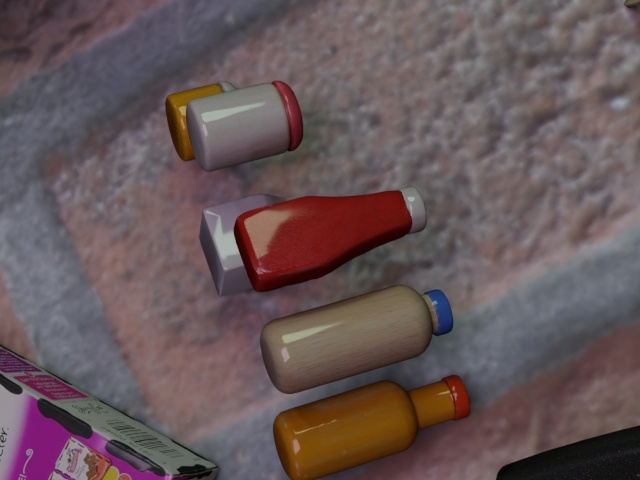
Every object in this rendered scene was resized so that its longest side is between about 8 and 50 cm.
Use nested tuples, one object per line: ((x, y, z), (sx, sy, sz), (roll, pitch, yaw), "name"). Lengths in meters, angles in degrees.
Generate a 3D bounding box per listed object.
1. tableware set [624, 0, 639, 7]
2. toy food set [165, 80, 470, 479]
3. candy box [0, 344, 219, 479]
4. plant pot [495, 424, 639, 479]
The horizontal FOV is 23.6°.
((0.208, -0.166, 0.752), (0.020, 0.141, 0.169), (30, 98, -7), "tableware set")
((0.000, 0.000, 0.827), (0.104, 0.111, 0.232), (-15, 68, -14), "toy food set")
((-0.197, 0.150, 0.890), (0.233, 0.071, 0.159), (27, 95, 18), "candy box")
((0.183, 0.164, 0.716), (0.167, 0.188, 0.187), (-5, 84, 31), "plant pot")
